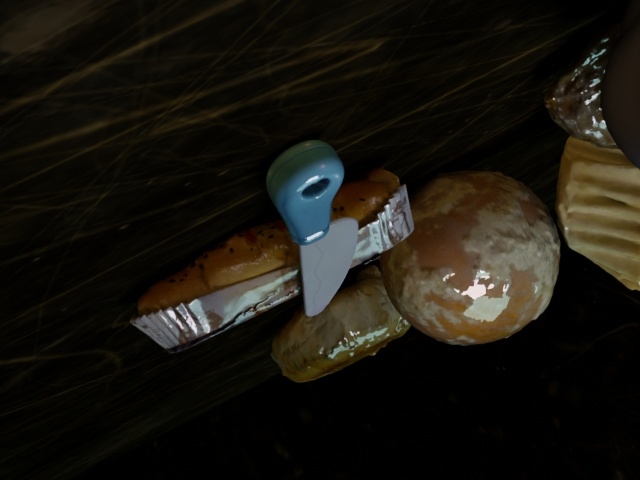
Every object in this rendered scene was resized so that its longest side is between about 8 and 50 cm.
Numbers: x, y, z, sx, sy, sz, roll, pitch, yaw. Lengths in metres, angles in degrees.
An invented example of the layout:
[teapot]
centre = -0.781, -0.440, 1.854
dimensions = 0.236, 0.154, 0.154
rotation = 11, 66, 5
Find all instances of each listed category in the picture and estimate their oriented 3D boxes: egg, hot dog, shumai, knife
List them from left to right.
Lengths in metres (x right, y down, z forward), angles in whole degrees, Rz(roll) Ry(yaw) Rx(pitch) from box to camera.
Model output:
[hot dog]
centre = -0.038, 0.017, 0.973
dimensions = 0.253, 0.069, 0.131
rotation = -27, -178, -5
[knife]
centre = 0.002, -0.001, 0.857
dimensions = 0.058, 0.032, 0.244
rotation = -32, 156, -9
[egg]
centre = 0.158, 0.019, 1.276
dimensions = 0.195, 0.195, 0.233
rotation = -35, 176, 36
[shumai]
centre = 0.298, -0.110, 0.980
dimensions = 0.206, 0.175, 0.166
rotation = -30, 174, 25

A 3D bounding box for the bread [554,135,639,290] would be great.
[bread]
centre = 0.389, -0.065, 1.330
dimensions = 0.183, 0.236, 0.389
rotation = 14, -157, 25

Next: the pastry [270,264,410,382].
[pastry]
centre = 0.034, 0.134, 1.898
dimensions = 0.257, 0.120, 0.236
rotation = -30, 170, 15

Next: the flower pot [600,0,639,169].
[flower pot]
centre = 0.304, -0.113, 0.787
dimensions = 0.265, 0.265, 0.243
rotation = -30, -173, 0
